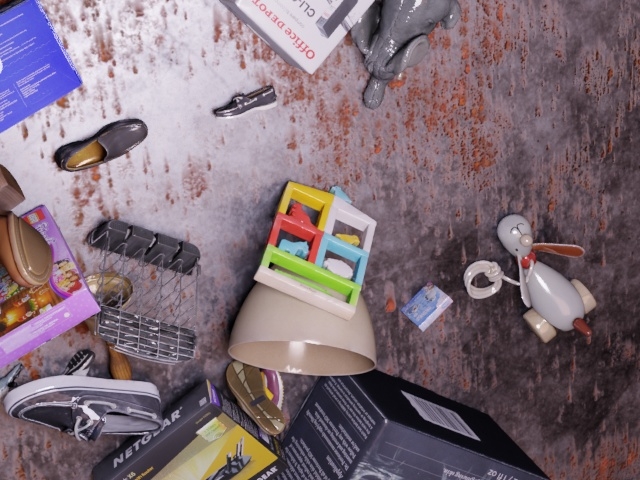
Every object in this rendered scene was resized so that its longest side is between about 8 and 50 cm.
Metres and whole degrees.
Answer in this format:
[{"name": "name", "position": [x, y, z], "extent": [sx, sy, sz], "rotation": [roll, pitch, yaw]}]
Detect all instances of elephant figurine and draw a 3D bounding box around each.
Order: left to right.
[{"name": "elephant figurine", "position": [0.137, -0.365, 1.822], "extent": [0.186, 0.169, 0.239], "rotation": [33, 91, -35]}]

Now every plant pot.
[{"name": "plant pot", "position": [-0.028, 0.137, 1.924], "extent": [0.284, 0.284, 0.190], "rotation": [15, 69, -27]}]

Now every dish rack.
[{"name": "dish rack", "position": [-0.309, 0.096, 1.766], "extent": [0.208, 0.271, 0.074], "rotation": [18, 139, -27]}]

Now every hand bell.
[{"name": "hand bell", "position": [-0.392, 0.191, 1.876], "extent": [0.126, 0.126, 0.242], "rotation": [-18, 129, -16]}]

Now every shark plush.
[{"name": "shark plush", "position": [-0.615, 0.281, 1.829], "extent": [0.161, 0.073, 0.067], "rotation": [-38, 90, 0]}]

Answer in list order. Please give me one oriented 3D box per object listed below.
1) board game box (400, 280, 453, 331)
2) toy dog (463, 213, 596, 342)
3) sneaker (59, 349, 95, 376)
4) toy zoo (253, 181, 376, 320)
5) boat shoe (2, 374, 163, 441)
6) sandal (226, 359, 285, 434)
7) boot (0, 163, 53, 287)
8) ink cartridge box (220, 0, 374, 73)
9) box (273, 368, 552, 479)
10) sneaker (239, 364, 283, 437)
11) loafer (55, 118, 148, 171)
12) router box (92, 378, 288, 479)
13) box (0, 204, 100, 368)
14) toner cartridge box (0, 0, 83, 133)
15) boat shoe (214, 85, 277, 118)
[{"name": "board game box", "position": [0.223, 0.138, 2.107], "extent": [0.090, 0.090, 0.020], "rotation": [-45, 120, -2]}, {"name": "toy dog", "position": [0.496, 0.103, 2.168], "extent": [0.334, 0.161, 0.220], "rotation": [30, 96, -30]}, {"name": "sneaker", "position": [-0.461, 0.253, 1.895], "extent": [0.109, 0.040, 0.044], "rotation": [-49, 132, 7]}, {"name": "toy zoo", "position": [0.000, 0.000, 1.873], "extent": [0.192, 0.293, 0.030], "rotation": [24, 134, -9]}, {"name": "boat shoe", "position": [-0.434, 0.324, 1.861], "extent": [0.301, 0.102, 0.108], "rotation": [9, 134, -36]}, {"name": "sandal", "position": [-0.134, 0.317, 1.993], "extent": [0.072, 0.180, 0.049], "rotation": [-21, 154, -31]}, {"name": "boot", "position": [-0.569, 0.021, 1.620], "extent": [0.220, 0.283, 0.109], "rotation": [-35, 147, 1]}, {"name": "ink cartridge box", "position": [-0.015, -0.460, 1.752], "extent": [0.197, 0.114, 0.273], "rotation": [39, 93, -30]}, {"name": "box", "position": [0.143, 0.568, 2.133], "extent": [0.480, 0.297, 0.471], "rotation": [25, 101, -29]}, {"name": "sneaker", "position": [-0.130, 0.340, 2.049], "extent": [0.084, 0.069, 0.185], "rotation": [-4, 111, -27]}, {"name": "loafer", "position": [-0.377, -0.160, 1.747], "extent": [0.170, 0.061, 0.062], "rotation": [-28, 118, -11]}, {"name": "router box", "position": [-0.259, 0.454, 1.999], "extent": [0.309, 0.081, 0.243], "rotation": [-39, 120, 9]}, {"name": "box", "position": [-0.501, 0.073, 1.653], "extent": [0.201, 0.293, 0.057], "rotation": [-31, 129, -10]}, {"name": "toner cartridge box", "position": [-0.570, -0.236, 1.584], "extent": [0.348, 0.075, 0.165], "rotation": [-36, 119, -22]}, {"name": "boat shoe", "position": [-0.137, -0.251, 1.823], "extent": [0.125, 0.046, 0.038], "rotation": [-18, 116, -19]}]
